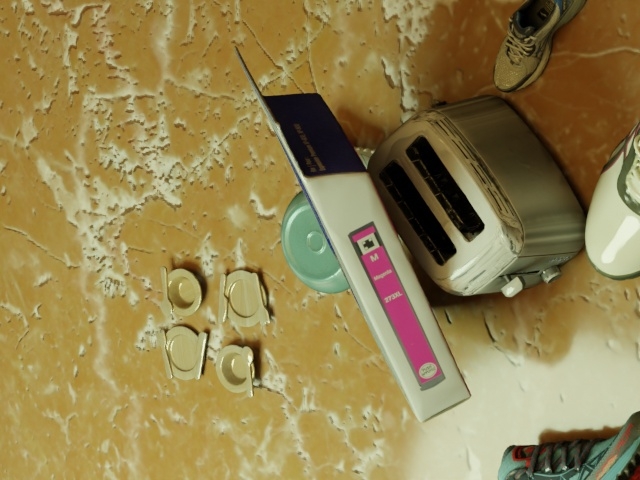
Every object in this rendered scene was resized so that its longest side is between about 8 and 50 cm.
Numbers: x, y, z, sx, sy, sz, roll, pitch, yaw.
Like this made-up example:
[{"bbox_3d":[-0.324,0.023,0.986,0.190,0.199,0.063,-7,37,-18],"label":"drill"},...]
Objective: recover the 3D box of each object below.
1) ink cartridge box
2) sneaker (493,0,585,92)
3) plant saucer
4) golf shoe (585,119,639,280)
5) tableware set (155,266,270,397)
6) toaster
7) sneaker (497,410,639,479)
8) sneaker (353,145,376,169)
[{"bbox_3d":[0.031,-0.012,1.667,0.069,0.175,0.371,-28,123,0],"label":"ink cartridge box"},{"bbox_3d":[0.197,-0.200,1.683,0.052,0.058,0.135,42,120,23],"label":"sneaker"},{"bbox_3d":[0.000,0.000,1.884,0.119,0.021,0.119,7,103,34],"label":"plant saucer"},{"bbox_3d":[0.307,-0.074,1.591,0.105,0.120,0.273,41,121,21],"label":"golf shoe"},{"bbox_3d":[-0.125,0.099,1.993,0.169,0.020,0.141,6,102,35],"label":"tableware set"},{"bbox_3d":[0.145,-0.049,1.693,0.129,0.146,0.227,-41,74,33],"label":"toaster"},{"bbox_3d":[0.227,0.240,1.713,0.125,0.104,0.262,51,122,20],"label":"sneaker"},{"bbox_3d":[0.050,-0.074,1.823,0.152,0.054,0.061,41,104,20],"label":"sneaker"}]
